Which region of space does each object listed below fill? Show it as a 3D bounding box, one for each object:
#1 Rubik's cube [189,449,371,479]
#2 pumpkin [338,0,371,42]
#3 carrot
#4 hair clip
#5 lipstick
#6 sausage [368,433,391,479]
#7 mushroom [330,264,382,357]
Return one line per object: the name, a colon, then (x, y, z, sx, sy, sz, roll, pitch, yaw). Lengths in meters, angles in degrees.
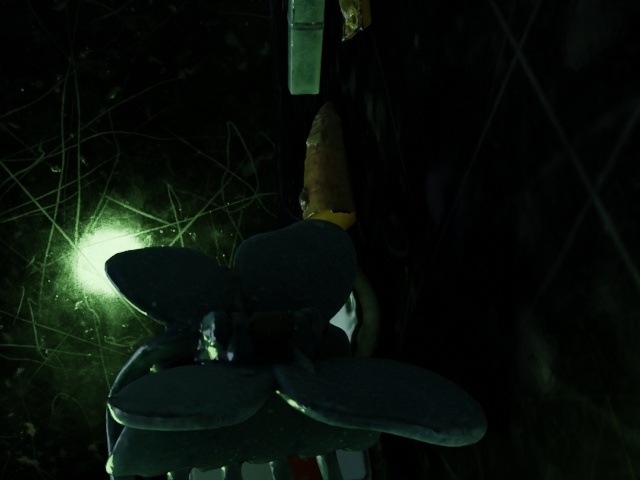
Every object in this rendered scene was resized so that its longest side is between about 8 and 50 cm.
Rubik's cube: (-0.056, 0.384, 0.867, 0.259, 0.256, 0.253, 93, 170, -64)
pumpkin: (0.054, -0.336, 0.827, 0.073, 0.035, 0.101, 171, 99, -70)
carrot: (0.015, -0.141, 1.020, 0.102, 0.101, 0.263, 106, 165, -65)
hair clip: (-0.072, 0.165, 0.629, 0.392, 0.318, 0.238, -126, 41, -53)
lipstick: (-0.032, -0.444, 1.204, 0.290, 0.076, 0.077, 96, 166, -47)
sausage: (0.087, 0.342, 0.851, 0.033, 0.032, 0.269, 100, 164, -58)
mushroom: (0.005, 0.133, 0.910, 0.267, 0.164, 0.190, -46, 65, 32)
